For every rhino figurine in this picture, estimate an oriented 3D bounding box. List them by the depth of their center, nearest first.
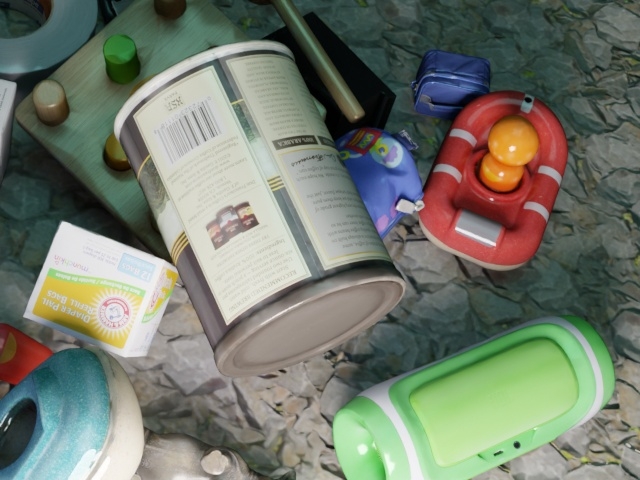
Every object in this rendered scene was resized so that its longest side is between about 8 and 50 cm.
[{"bbox_3d":[-0.109,0.239,1.784,0.243,0.106,0.073,16,85,-5],"label":"rhino figurine"}]

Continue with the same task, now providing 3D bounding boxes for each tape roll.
[{"bbox_3d":[-0.373,-0.257,2.092,0.219,0.072,0.219,7,54,-9],"label":"tape roll"}]

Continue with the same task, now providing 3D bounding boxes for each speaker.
[{"bbox_3d":[0.164,0.177,1.883,0.296,0.131,0.131,-20,62,-27],"label":"speaker"}]

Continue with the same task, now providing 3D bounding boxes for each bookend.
[{"bbox_3d":[-0.023,-0.170,2.119,0.156,0.072,0.157,-33,69,-31],"label":"bookend"}]

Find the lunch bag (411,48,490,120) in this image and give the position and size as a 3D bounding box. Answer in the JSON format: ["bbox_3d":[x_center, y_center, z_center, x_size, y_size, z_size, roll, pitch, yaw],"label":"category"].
[{"bbox_3d":[0.158,-0.186,2.181,0.098,0.067,0.065,8,53,-8],"label":"lunch bag"}]

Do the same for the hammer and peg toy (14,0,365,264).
[{"bbox_3d":[-0.124,-0.172,1.987,0.361,0.127,0.266,-43,78,-14],"label":"hammer and peg toy"}]

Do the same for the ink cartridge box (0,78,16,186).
[{"bbox_3d":[-0.434,-0.124,1.935,0.191,0.139,0.082,11,55,-6],"label":"ink cartridge box"}]

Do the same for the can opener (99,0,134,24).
[{"bbox_3d":[-0.205,-0.236,2.130,0.076,0.095,0.283,-10,71,-21],"label":"can opener"}]

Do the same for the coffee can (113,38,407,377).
[{"bbox_3d":[-0.062,-0.031,1.769,0.201,0.201,0.275,-17,70,-25],"label":"coffee can"}]

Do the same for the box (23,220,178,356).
[{"bbox_3d":[-0.218,0.052,1.812,0.114,0.203,0.103,21,87,2],"label":"box"}]

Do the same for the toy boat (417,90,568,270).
[{"bbox_3d":[0.212,-0.089,2.072,0.151,0.151,0.231,23,52,2],"label":"toy boat"}]

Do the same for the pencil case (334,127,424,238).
[{"bbox_3d":[0.000,0.000,1.970,0.133,0.119,0.306,25,52,24],"label":"pencil case"}]

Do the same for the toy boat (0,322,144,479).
[{"bbox_3d":[-0.302,0.177,1.712,0.148,0.267,0.318,30,19,-34],"label":"toy boat"}]
